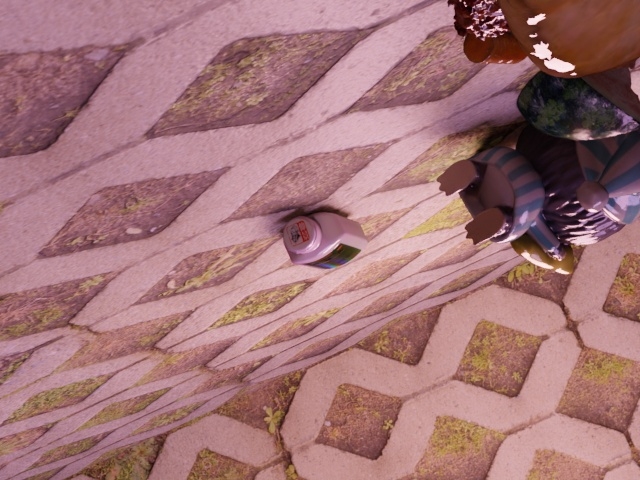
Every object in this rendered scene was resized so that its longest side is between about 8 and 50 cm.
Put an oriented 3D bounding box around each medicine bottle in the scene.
[{"bbox_3d":[0.000,0.000,1.901,0.115,0.078,0.219,-27,166,16],"label":"medicine bottle"}]

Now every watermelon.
[{"bbox_3d":[0.431,-0.223,1.741,0.202,0.136,0.207,-10,175,-27],"label":"watermelon"}]

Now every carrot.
[{"bbox_3d":[0.250,-0.265,1.446,0.048,0.048,0.139,-35,164,36],"label":"carrot"}]

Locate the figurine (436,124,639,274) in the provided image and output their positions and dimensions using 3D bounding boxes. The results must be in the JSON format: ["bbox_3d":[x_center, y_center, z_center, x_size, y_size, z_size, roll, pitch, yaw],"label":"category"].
[{"bbox_3d":[0.449,-0.146,1.824,0.377,0.266,0.361,-42,157,27],"label":"figurine"}]

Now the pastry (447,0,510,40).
[{"bbox_3d":[0.194,-0.298,1.122,0.115,0.097,0.208,-3,161,-4],"label":"pastry"}]

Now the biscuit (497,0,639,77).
[{"bbox_3d":[0.341,-0.346,1.002,0.429,0.104,0.446,-45,155,3],"label":"biscuit"}]
